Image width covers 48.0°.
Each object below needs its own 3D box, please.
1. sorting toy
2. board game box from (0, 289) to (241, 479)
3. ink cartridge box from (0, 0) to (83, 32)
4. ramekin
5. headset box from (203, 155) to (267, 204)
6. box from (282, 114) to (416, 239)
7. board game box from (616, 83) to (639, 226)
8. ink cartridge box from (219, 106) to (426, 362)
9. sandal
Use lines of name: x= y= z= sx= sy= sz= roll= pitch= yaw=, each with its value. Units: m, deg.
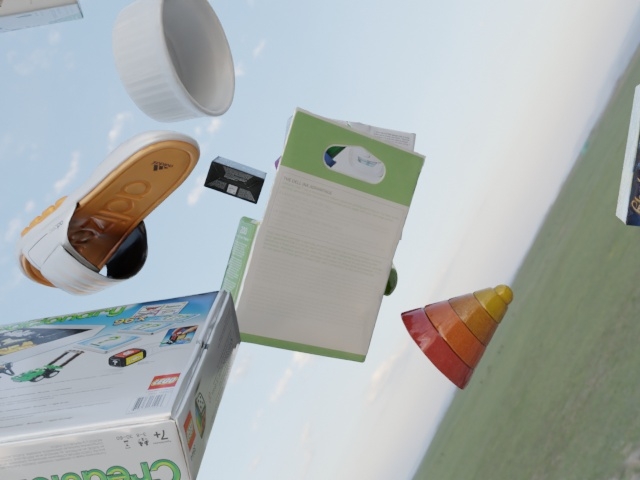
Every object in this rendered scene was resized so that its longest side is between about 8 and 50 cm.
sorting toy: x=0.103 y=0.003 z=0.881 sx=0.126 sy=0.366 sz=0.127 roll=-40 pitch=-4 yaw=11
board game box: x=-0.219 y=0.113 z=0.499 sx=0.193 sy=0.305 sz=0.053 roll=-82 pitch=-18 yaw=-72
ink cartridge box: x=-0.454 y=-0.341 z=0.995 sx=0.160 sy=0.219 sz=0.093 roll=-148 pitch=43 yaw=-72
ramekin: x=-0.300 y=-0.374 z=1.474 sx=0.277 sy=0.135 sz=0.278 roll=-12 pitch=-90 yaw=-68
headset box: x=-0.095 y=-0.070 z=0.816 sx=0.083 sy=0.062 sz=0.032 roll=-98 pitch=28 yaw=-78
box: x=0.049 y=-0.131 z=1.515 sx=0.127 sy=0.261 sz=0.231 roll=-175 pitch=92 yaw=-77
board game box: x=0.567 y=-0.153 z=1.265 sx=0.165 sy=0.042 sz=0.244 roll=-24 pitch=-59 yaw=-71
ink cartridge box: x=0.000 y=0.000 z=0.749 sx=0.056 sy=0.171 sz=0.235 roll=17 pitch=91 yaw=60
sandal: x=-0.204 y=-0.004 z=0.677 sx=0.101 sy=0.076 sz=0.265 roll=10 pitch=-37 yaw=-44
